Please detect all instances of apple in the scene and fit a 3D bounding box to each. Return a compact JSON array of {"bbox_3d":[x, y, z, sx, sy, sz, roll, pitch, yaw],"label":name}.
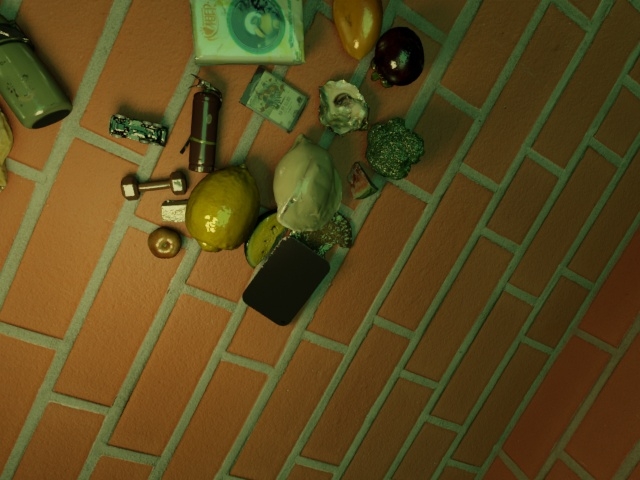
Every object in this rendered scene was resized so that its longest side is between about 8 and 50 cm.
[{"bbox_3d":[-0.607,0.012,1.582,0.126,0.102,0.125,-4,104,-14],"label":"apple"}]

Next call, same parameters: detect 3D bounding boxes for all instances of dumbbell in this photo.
[{"bbox_3d":[-0.623,-0.205,1.532,0.231,0.092,0.081,-8,77,-13],"label":"dumbbell"}]

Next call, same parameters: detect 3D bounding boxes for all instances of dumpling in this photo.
[{"bbox_3d":[-0.030,-0.209,1.595,0.316,0.233,0.394,27,64,-30],"label":"dumpling"}]

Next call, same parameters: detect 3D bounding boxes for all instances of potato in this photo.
[{"bbox_3d":[-0.557,-0.112,1.586,0.122,0.061,0.086,-4,107,-12],"label":"potato"}]

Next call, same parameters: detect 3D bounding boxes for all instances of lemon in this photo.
[{"bbox_3d":[-0.365,-0.118,1.530,0.286,0.285,0.315,-8,85,-12],"label":"lemon"}]

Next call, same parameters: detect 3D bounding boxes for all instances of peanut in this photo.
[{"bbox_3d":[-1.127,-0.311,1.345,0.174,0.158,0.339,9,109,-46],"label":"peanut"}]

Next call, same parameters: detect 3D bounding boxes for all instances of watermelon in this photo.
[{"bbox_3d":[0.166,-0.238,1.712,0.098,0.121,0.158,-30,107,18],"label":"watermelon"},{"bbox_3d":[-0.224,-0.030,1.655,0.129,0.123,0.301,36,88,-16],"label":"watermelon"}]

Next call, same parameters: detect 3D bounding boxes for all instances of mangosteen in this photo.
[{"bbox_3d":[0.292,-0.708,1.579,0.216,0.216,0.215,-4,105,-13],"label":"mangosteen"}]

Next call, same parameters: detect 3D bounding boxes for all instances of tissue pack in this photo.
[{"bbox_3d":[-0.258,-0.769,1.435,0.389,0.162,0.287,-6,106,-13],"label":"tissue pack"}]

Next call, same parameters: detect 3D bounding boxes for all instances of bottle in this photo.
[{"bbox_3d":[-0.976,-0.549,1.315,0.169,0.168,0.346,-30,105,-5],"label":"bottle"}]

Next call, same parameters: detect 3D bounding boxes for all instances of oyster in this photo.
[{"bbox_3d":[0.089,-0.528,1.627,0.214,0.083,0.222,-13,104,-14],"label":"oyster"}]

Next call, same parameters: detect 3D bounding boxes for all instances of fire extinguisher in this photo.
[{"bbox_3d":[-0.442,-0.428,1.506,0.142,0.105,0.340,4,106,-16],"label":"fire extinguisher"}]

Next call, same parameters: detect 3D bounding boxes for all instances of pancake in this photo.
[{"bbox_3d":[0.000,0.000,1.770,0.286,0.033,0.288,11,102,-18],"label":"pancake"}]

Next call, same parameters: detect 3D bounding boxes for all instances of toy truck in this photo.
[{"bbox_3d":[-0.655,-0.396,1.473,0.192,0.092,0.083,9,103,-24],"label":"toy truck"}]

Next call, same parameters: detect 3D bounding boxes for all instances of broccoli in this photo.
[{"bbox_3d":[0.328,-0.379,1.663,0.269,0.269,0.253,-11,116,-11],"label":"broccoli"}]

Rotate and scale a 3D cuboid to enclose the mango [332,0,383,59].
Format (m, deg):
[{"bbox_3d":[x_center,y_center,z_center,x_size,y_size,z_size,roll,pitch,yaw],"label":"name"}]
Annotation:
[{"bbox_3d":[0.148,-0.821,1.531,0.188,0.138,0.256,-14,98,5],"label":"mango"}]

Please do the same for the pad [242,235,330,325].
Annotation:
[{"bbox_3d":[-0.174,0.153,1.755,0.315,0.063,0.375,36,104,-8],"label":"pad"}]

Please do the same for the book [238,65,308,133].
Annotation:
[{"bbox_3d":[-0.178,-0.544,1.585,0.231,0.026,0.157,28,96,-19],"label":"book"}]
